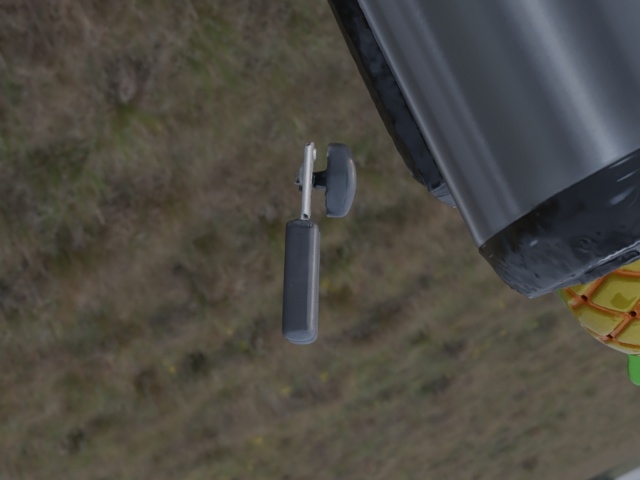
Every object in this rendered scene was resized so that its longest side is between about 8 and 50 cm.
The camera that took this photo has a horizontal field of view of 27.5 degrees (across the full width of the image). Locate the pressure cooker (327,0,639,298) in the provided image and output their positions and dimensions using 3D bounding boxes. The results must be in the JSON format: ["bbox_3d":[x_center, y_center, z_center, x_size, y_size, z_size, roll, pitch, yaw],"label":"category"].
[{"bbox_3d":[0.180,-0.220,0.737,0.375,0.420,0.370,-24,174,-13],"label":"pressure cooker"}]

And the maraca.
[{"bbox_3d":[0.249,0.042,0.980,0.127,0.186,0.099,-22,-156,36],"label":"maraca"}]

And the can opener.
[{"bbox_3d":[0.000,0.000,1.801,0.095,0.283,0.076,1,169,5],"label":"can opener"}]
